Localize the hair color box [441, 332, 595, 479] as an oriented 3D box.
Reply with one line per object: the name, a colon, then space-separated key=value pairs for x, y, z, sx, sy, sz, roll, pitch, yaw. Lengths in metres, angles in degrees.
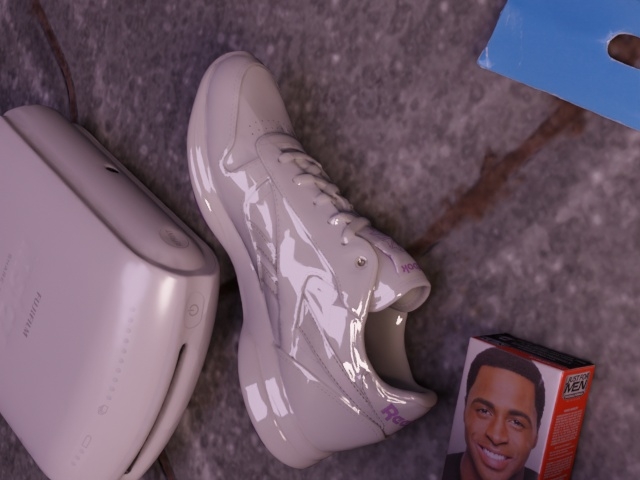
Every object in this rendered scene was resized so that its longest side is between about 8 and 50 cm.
hair color box: x=0.120 y=0.137 z=0.637 sx=0.072 sy=0.043 sz=0.141 roll=17 pitch=101 yaw=42

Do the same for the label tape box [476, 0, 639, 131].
label tape box: x=0.211 y=-0.221 z=0.506 sx=0.249 sy=0.115 sz=0.348 roll=33 pitch=110 yaw=38

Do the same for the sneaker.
sneaker: x=0.000 y=0.000 z=0.722 sx=0.152 sy=0.114 sz=0.305 roll=-20 pitch=81 yaw=27

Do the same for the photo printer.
photo printer: x=-0.221 y=0.057 z=0.906 sx=0.307 sy=0.107 sz=0.256 roll=41 pitch=117 yaw=35
